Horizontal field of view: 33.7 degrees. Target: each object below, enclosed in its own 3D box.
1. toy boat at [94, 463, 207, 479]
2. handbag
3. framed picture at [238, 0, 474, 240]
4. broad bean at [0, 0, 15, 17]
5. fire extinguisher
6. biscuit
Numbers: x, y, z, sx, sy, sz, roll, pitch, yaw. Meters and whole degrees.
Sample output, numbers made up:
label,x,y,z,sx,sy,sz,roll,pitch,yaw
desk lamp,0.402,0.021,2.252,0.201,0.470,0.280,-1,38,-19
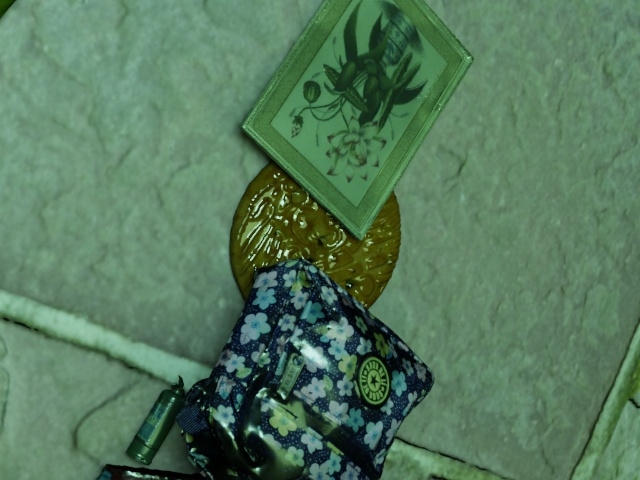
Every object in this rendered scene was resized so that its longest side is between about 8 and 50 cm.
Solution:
label,x,y,z,sx,sy,sz,roll,pitch,yaw
toy boat,-0.107,0.258,0.947,0.223,0.100,0.097,15,83,-33
handbag,-0.011,0.145,0.920,0.228,0.127,0.207,47,50,-32
framed picture,0.041,-0.140,0.991,0.173,0.010,0.231,41,70,-29
broad bean,-0.288,-0.127,0.791,0.060,0.043,0.297,36,80,-42
fire extinguisher,-0.142,0.161,0.953,0.083,0.025,0.038,-60,160,-7
biscuit,0.001,0.000,1.005,0.188,0.027,0.187,-6,103,-30
